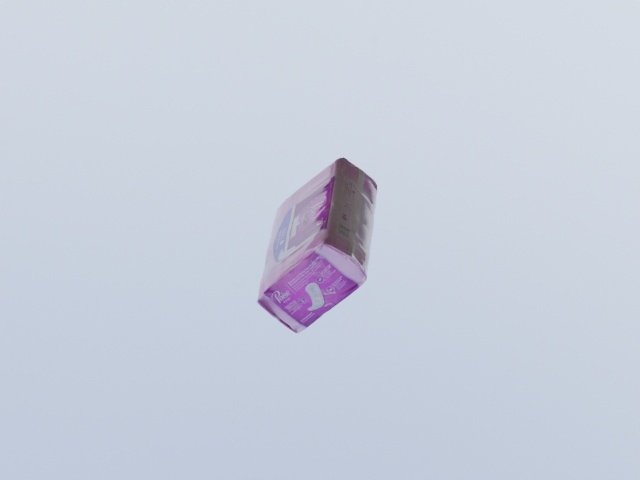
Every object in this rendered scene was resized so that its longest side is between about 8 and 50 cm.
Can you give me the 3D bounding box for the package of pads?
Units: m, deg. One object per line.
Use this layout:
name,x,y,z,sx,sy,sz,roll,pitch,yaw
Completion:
package of pads,0.000,0.000,0.545,0.032,0.050,0.083,40,-152,-19
